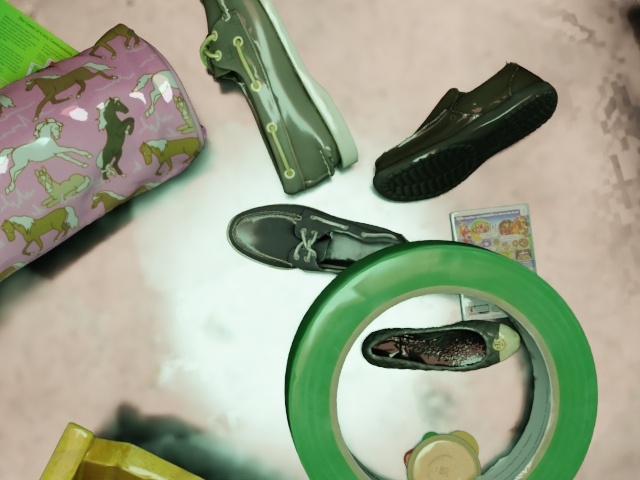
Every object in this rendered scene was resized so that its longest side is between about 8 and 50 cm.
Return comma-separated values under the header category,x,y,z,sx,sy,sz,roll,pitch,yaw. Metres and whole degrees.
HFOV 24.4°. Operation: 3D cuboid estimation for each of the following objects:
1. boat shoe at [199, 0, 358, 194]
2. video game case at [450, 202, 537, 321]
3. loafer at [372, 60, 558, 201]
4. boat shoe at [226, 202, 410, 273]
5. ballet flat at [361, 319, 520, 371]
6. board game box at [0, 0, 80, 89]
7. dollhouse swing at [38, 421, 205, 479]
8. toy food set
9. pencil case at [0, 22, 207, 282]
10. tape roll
category,x,y,z,sx,sy,sz,roll,pitch,yaw
boat shoe,-0.073,-0.194,1.582,0.091,0.109,0.305,-32,92,-7
video game case,0.192,0.024,1.622,0.087,0.011,0.122,-7,87,-1
loafer,0.149,-0.119,1.606,0.220,0.080,0.078,-29,55,-1
boat shoe,0.000,0.000,1.593,0.206,0.065,0.075,10,86,-1
ballet flat,0.130,0.119,1.595,0.173,0.049,0.057,-5,96,0
board game box,-0.336,-0.199,1.567,0.181,0.043,0.092,35,86,-31
dollhouse swing,-0.171,0.416,1.470,0.347,0.315,0.305,27,67,0
toy food set,0.133,0.249,1.605,0.082,0.020,0.083,-4,87,-1
pencil case,-0.301,-0.064,1.507,0.386,0.167,0.160,-36,60,-16
tape roll,0.123,0.161,1.541,0.321,0.077,0.321,-1,95,-6
